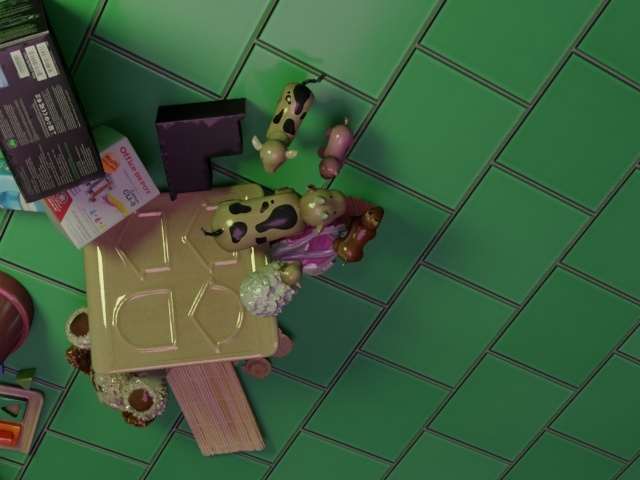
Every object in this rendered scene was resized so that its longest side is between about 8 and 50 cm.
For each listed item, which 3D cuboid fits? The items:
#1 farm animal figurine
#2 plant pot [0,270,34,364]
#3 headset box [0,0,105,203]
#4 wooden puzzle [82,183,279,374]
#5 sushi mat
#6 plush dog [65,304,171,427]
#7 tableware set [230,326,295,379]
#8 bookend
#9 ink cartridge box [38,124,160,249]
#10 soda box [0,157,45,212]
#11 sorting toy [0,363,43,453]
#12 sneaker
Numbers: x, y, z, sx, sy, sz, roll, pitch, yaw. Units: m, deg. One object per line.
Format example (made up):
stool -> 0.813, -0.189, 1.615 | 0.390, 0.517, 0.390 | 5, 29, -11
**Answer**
farm animal figurine -> -0.052, -0.075, 1.542 | 0.326, 0.172, 0.330 | -31, 97, -4
plant pot -> -0.666, 0.179, 1.740 | 0.201, 0.180, 0.201 | -2, 122, -4
headset box -> -0.458, -0.238, 1.450 | 0.131, 0.283, 0.246 | -20, 123, -10
wooden puzzle -> -0.259, 0.071, 1.685 | 0.347, 0.080, 0.322 | -6, 82, 1
sushi mat -> -0.233, 0.342, 1.954 | 0.151, 0.019, 0.316 | -10, 122, 13
plush dog -> -0.385, 0.249, 1.824 | 0.262, 0.210, 0.225 | 48, 128, 8
tableware set -> -0.145, 0.226, 1.894 | 0.141, 0.020, 0.169 | 28, 121, -13
bookend -> -0.202, -0.163, 1.624 | 0.157, 0.072, 0.156 | -7, 122, 0
ink cartridge box -> -0.397, -0.097, 1.583 | 0.176, 0.127, 0.128 | -38, 122, -17
soda box -> -0.586, -0.104, 1.639 | 0.210, 0.067, 0.071 | 6, 121, -6
sorting toy -> -0.704, 0.381, 1.939 | 0.196, 0.047, 0.348 | 16, 119, -13
sneaker -> 0.000, 0.000, 1.729 | 0.252, 0.103, 0.111 | -18, 123, 16
